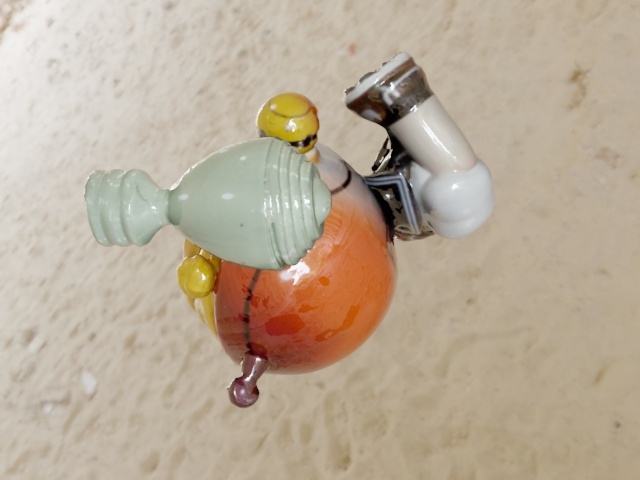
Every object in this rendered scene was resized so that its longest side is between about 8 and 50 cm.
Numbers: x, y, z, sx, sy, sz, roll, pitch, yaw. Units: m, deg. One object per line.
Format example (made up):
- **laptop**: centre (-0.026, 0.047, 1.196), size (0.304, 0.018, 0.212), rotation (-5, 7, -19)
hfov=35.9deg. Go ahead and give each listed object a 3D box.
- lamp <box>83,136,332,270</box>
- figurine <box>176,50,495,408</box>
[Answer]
- **lamp**: centre (-0.086, -0.027, 0.776), size (0.192, 0.106, 0.106), rotation (-2, 44, 12)
- **figurine**: centre (0.004, 0.002, 0.940), size (0.323, 0.320, 0.196), rotation (-38, 54, -8)
